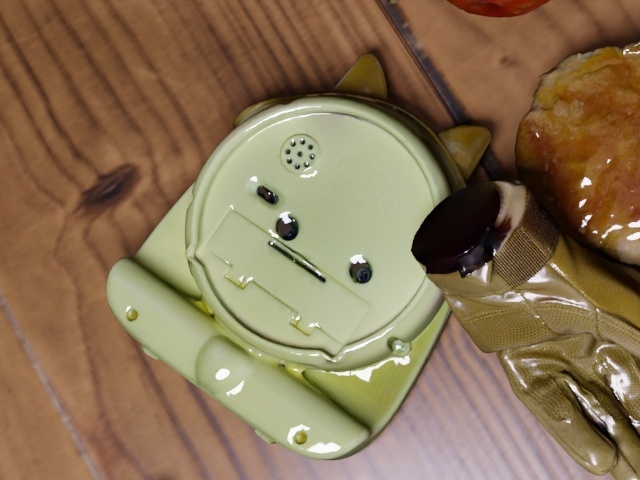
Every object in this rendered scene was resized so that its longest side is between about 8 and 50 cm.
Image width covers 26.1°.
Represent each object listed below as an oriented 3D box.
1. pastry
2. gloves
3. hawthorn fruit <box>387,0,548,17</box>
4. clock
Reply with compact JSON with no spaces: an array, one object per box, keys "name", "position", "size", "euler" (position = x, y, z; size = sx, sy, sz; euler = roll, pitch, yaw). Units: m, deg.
[{"name":"pastry","position":[0.291,-0.089,1.236],"size":[0.229,0.100,0.218],"euler":[-46,73,7]},{"name":"gloves","position":[0.221,0.082,1.190],"size":[0.154,0.141,0.331],"euler":[-45,111,3]},{"name":"hawthorn fruit","position":[0.147,-0.332,1.218],"size":[0.275,0.275,0.299],"euler":[41,106,13]},{"name":"clock","position":[0.000,0.000,1.268],"size":[0.286,0.117,0.348],"euler":[34,89,12]}]
